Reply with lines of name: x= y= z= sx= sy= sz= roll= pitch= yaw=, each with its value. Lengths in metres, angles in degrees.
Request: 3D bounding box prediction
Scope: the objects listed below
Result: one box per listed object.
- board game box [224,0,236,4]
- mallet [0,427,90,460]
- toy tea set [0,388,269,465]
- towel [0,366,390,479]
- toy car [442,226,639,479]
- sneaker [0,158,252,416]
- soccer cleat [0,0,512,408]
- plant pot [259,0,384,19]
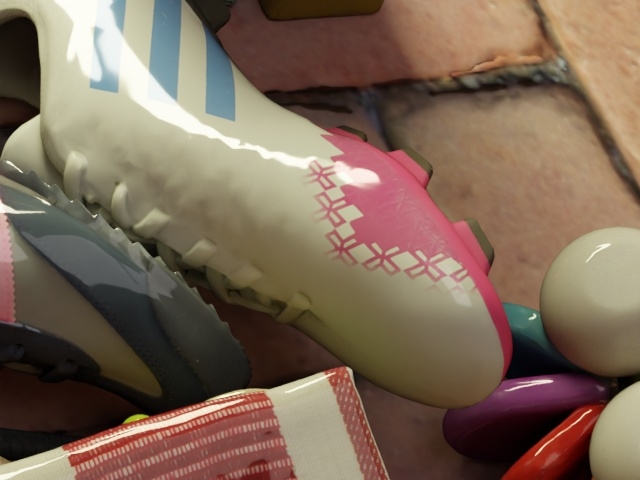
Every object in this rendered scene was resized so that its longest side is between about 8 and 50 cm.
board game box: x=-0.064 y=-0.267 z=0.859 sx=0.142 sy=0.275 sz=0.144 roll=5 pitch=57 yaw=-28
mallet: x=-0.177 y=0.086 z=0.720 sx=0.190 sy=0.062 sz=0.039 roll=16 pitch=58 yaw=-39
toy tea set: x=-0.024 y=0.177 z=0.714 sx=0.336 sy=0.124 sz=0.200 roll=38 pitch=78 yaw=-6
towel: x=-0.102 y=0.199 z=0.594 sx=0.329 sy=0.037 sz=0.237 roll=-16 pitch=80 yaw=-20
toy car: x=0.131 y=0.093 z=0.833 sx=0.136 sy=0.159 sz=0.182 roll=-16 pitch=63 yaw=3
sneaker: x=-0.187 y=0.018 z=0.725 sx=0.319 sy=0.112 sz=0.131 roll=30 pitch=66 yaw=-5
soccer cleat: x=-0.058 y=-0.019 z=0.778 sx=0.143 sy=0.116 sz=0.331 roll=-29 pitch=54 yaw=-25
plant pot: x=0.006 y=-0.186 z=0.973 sx=0.081 sy=0.083 sz=0.081 roll=-9 pitch=64 yaw=-35
